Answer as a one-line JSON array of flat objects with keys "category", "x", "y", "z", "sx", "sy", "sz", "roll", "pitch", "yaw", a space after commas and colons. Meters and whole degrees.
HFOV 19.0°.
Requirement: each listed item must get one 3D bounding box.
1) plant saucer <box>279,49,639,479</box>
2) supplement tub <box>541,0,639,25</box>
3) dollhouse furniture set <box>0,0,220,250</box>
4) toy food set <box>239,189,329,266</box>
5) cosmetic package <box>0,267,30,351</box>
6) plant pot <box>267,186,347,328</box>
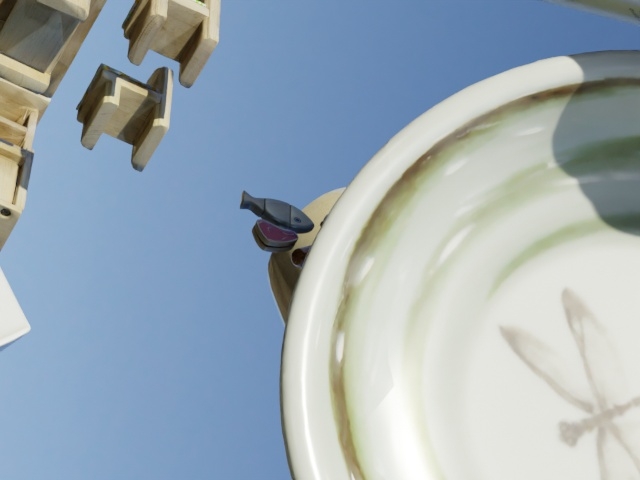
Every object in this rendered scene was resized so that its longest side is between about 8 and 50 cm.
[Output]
[{"category": "plant saucer", "x": 0.179, "y": 0.091, "z": 1.096, "sx": 0.100, "sy": 0.400, "sz": 0.400, "roll": 82, "pitch": 17, "yaw": -73}, {"category": "supplement tub", "x": 0.254, "y": -0.232, "z": 1.143, "sx": 0.325, "sy": 0.235, "sz": 0.235, "roll": 20, "pitch": -85, "yaw": 36}, {"category": "dollhouse furniture set", "x": -0.211, "y": -0.140, "z": 1.338, "sx": 0.242, "sy": 0.212, "sz": 0.161, "roll": -55, "pitch": -160, "yaw": 30}, {"category": "toy food set", "x": 0.000, "y": 0.000, "z": 1.432, "sx": 0.019, "sy": 0.122, "sz": 0.078, "roll": -57, "pitch": -152, "yaw": 35}, {"category": "cosmetic package", "x": -0.294, "y": 0.019, "z": 1.084, "sx": 0.151, "sy": 0.151, "sz": 0.184, "roll": -33, "pitch": -98, "yaw": 44}, {"category": "plant pot", "x": 0.082, "y": 0.081, "z": 1.624, "sx": 0.274, "sy": 0.256, "sz": 0.256, "roll": 43, "pitch": -61, "yaw": 35}]
